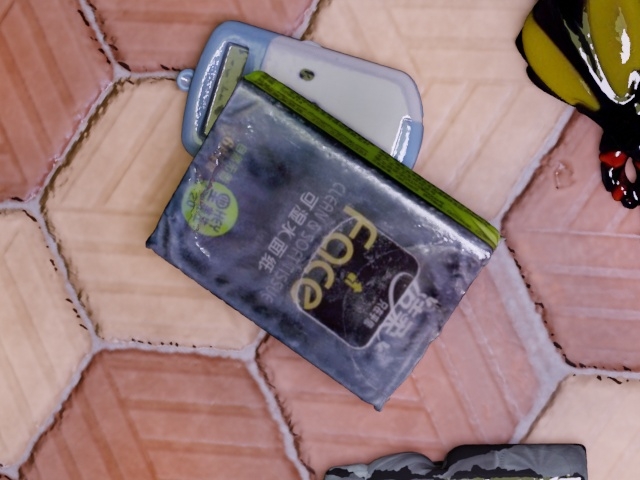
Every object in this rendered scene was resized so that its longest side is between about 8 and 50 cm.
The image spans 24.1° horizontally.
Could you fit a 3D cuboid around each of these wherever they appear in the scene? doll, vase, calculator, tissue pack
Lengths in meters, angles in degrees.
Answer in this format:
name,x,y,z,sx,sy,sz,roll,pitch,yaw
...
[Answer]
name,x,y,z,sx,sy,sz,roll,pitch,yaw
doll,0.236,-0.119,1.156,0.127,0.088,0.248,-26,90,8
vase,0.106,0.192,1.191,0.211,0.060,0.059,-2,90,8
calculator,-0.020,-0.102,1.220,0.210,0.039,0.121,19,93,9
tissue pack,0.000,0.000,1.174,0.235,0.073,0.173,36,115,2
